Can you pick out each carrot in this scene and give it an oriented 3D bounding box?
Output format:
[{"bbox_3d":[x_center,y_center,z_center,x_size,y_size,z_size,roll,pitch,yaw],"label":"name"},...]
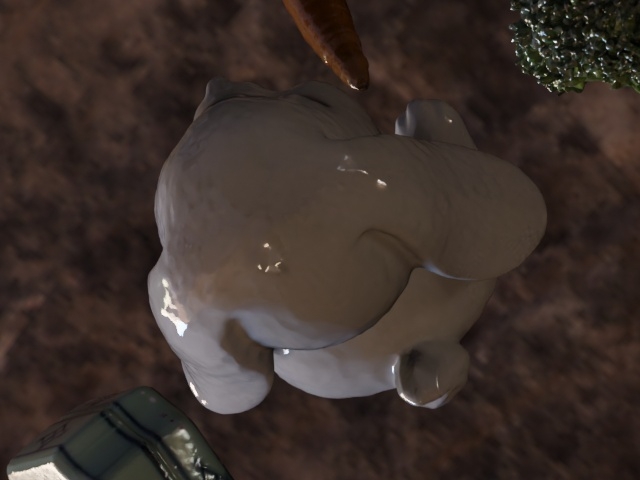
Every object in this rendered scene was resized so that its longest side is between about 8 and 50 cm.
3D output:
[{"bbox_3d":[-0.010,-0.216,1.578,0.069,0.069,0.336,-40,-138,16],"label":"carrot"}]

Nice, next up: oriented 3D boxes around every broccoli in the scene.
[{"bbox_3d":[0.365,-0.277,2.170,0.288,0.245,0.248,8,-87,23],"label":"broccoli"}]

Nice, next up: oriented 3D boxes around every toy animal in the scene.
[{"bbox_3d":[0.000,0.000,1.228,0.272,0.265,0.206,-27,-114,9],"label":"toy animal"}]

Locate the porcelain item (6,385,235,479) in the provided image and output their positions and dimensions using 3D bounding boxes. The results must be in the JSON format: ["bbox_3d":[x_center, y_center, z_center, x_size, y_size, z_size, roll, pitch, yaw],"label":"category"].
[{"bbox_3d":[-0.192,0.308,2.120,0.157,0.281,0.286,-36,-174,-27],"label":"porcelain item"}]
